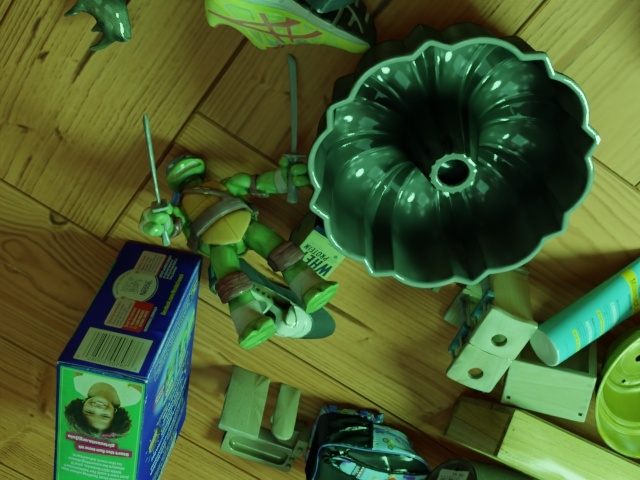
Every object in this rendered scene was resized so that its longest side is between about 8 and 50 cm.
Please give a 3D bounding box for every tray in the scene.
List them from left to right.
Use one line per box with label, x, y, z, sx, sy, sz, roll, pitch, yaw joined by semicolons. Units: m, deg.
tray;0.396;0.335;1.399;0.411;0.203;0.076;27;82;-10

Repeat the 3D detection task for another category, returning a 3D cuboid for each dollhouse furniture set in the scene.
dollhouse furniture set;-0.093;0.300;1.474;0.144;0.123;0.151;20;123;-7
dollhouse furniture set;0.164;0.085;1.300;0.184;0.129;0.129;22;123;-9

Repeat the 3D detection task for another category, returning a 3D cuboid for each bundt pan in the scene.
bundt pan;0.144;-0.110;1.160;0.331;0.124;0.331;-2;126;-3

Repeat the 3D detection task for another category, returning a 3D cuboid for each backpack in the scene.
backpack;0.070;0.331;1.479;0.173;0.117;0.158;8;124;-6

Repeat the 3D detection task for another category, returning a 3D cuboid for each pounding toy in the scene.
pounding toy;0.318;0.180;1.355;0.130;0.141;0.100;12;118;9

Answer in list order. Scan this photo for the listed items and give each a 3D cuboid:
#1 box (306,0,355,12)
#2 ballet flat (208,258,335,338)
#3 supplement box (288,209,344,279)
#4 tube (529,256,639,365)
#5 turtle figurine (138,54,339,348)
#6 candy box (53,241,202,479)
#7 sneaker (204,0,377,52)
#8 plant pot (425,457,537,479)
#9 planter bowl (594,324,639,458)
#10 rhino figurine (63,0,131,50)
box;0.001;-0.439;0.886;0.343;0.179;0.312;44;121;3
ballet flat;-0.069;0.092;1.368;0.203;0.074;0.074;34;120;-15
supplement box;0.000;0.000;1.290;0.056;0.083;0.083;32;122;-13
tube;0.360;0.088;1.280;0.207;0.052;0.080;-29;128;-22
turtle figurine;-0.100;-0.028;1.180;0.266;0.198;0.274;55;129;15
candy box;-0.258;0.207;1.346;0.122;0.268;0.317;12;124;3
sneaker;-0.037;-0.254;1.142;0.208;0.081;0.094;21;134;-3
plant pot;0.252;0.414;1.439;0.215;0.215;0.230;-36;119;25
planter bowl;0.445;0.177;1.336;0.217;0.090;0.217;-6;117;-12
rhino figurine;-0.224;-0.317;1.117;0.106;0.073;0.243;20;125;-11
